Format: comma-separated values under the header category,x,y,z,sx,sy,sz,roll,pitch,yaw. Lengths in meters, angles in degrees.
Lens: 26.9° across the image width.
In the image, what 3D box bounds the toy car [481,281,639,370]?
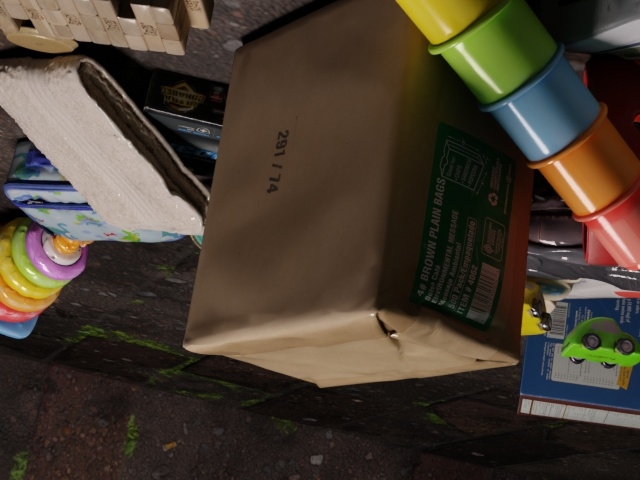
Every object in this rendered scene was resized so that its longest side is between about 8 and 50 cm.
category,x,y,z,sx,sy,sz,roll,pitch,yaw
toy car,0.284,0.112,1.634,0.225,0.053,0.239,10,156,-7

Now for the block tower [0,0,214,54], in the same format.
category,x,y,z,sx,sy,sz,roll,pitch,yaw
block tower,-0.264,-0.239,1.163,0.335,0.091,0.097,8,162,6

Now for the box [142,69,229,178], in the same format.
category,x,y,z,sx,sy,sz,roll,pitch,yaw
box,-0.095,-0.116,1.523,0.220,0.051,0.175,13,162,-8

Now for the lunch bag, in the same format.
category,x,y,z,sx,sy,sz,roll,pitch,yaw
lunch bag,-0.290,-0.064,1.742,0.219,0.090,0.176,3,158,18

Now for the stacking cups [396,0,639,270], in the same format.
category,x,y,z,sx,sy,sz,roll,pitch,yaw
stacking cups,0.184,-0.114,1.075,0.316,0.096,0.096,47,151,-15

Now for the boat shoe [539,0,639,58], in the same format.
category,x,y,z,sx,sy,sz,roll,pitch,yaw
boat shoe,0.296,-0.195,1.007,0.094,0.109,0.302,6,178,-32

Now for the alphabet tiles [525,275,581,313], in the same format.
category,x,y,z,sx,sy,sz,roll,pitch,yaw
alphabet tiles,0.163,0.030,1.593,0.278,0.021,0.284,15,154,-4

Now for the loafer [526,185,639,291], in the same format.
category,x,y,z,sx,sy,sz,roll,pitch,yaw
loafer,0.254,-0.012,1.383,0.302,0.095,0.109,10,164,34

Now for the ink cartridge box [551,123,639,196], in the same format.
category,x,y,z,sx,sy,sz,roll,pitch,yaw
ink cartridge box,0.353,-0.059,1.382,0.209,0.062,0.109,19,163,5

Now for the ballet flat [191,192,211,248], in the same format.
category,x,y,z,sx,sy,sz,roll,pitch,yaw
ballet flat,0.000,0.000,1.768,0.348,0.123,0.123,10,163,5

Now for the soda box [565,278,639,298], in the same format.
category,x,y,z,sx,sy,sz,roll,pitch,yaw
soda box,0.385,0.012,1.589,0.286,0.098,0.091,-3,159,35

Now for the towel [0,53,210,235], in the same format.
category,x,y,z,sx,sy,sz,roll,pitch,yaw
towel,-0.246,-0.101,1.505,0.187,0.049,0.282,4,144,41

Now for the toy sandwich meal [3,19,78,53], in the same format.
category,x,y,z,sx,sy,sz,roll,pitch,yaw
toy sandwich meal,-0.283,-0.214,1.360,0.085,0.029,0.085,9,174,1

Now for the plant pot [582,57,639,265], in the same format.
category,x,y,z,sx,sy,sz,roll,pitch,yaw
plant pot,0.325,-0.074,1.215,0.174,0.191,0.191,-2,161,10

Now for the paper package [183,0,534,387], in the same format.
category,x,y,z,sx,sy,sz,roll,pitch,yaw
paper package,0.039,-0.047,1.216,0.168,0.325,0.309,21,159,-32

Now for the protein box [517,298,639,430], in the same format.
category,x,y,z,sx,sy,sz,roll,pitch,yaw
protein box,0.383,0.143,1.831,0.201,0.200,0.136,7,163,8

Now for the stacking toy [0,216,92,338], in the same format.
category,x,y,z,sx,sy,sz,roll,pitch,yaw
stacking toy,-0.417,0.016,2.014,0.165,0.175,0.302,29,142,-34
